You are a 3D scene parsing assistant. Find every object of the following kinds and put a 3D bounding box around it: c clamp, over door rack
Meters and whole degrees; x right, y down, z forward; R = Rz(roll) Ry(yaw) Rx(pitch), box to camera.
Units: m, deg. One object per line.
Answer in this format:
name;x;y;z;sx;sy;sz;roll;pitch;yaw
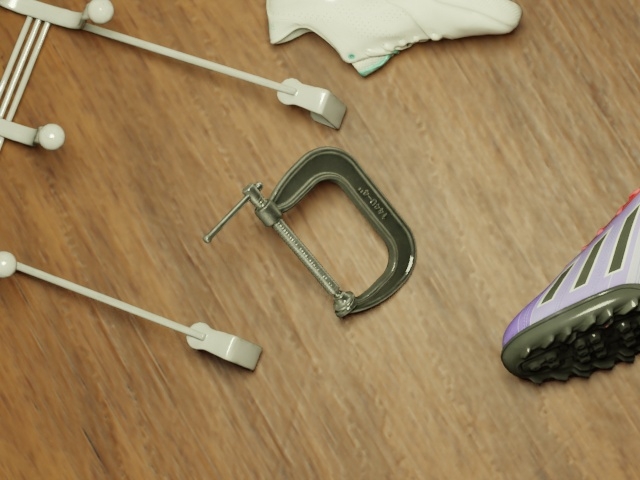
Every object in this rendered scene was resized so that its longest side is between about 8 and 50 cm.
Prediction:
c clamp;0.000;0.000;1.387;0.160;0.022;0.137;44;72;-19
over door rack;-0.168;-0.063;1.405;0.324;0.108;0.239;20;87;8

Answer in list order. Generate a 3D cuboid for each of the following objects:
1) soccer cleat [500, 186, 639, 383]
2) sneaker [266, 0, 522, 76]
soccer cleat;0.273;0.001;1.366;0.318;0.108;0.116;-31;59;5
sneaker;0.058;-0.179;1.420;0.212;0.080;0.094;11;96;14
